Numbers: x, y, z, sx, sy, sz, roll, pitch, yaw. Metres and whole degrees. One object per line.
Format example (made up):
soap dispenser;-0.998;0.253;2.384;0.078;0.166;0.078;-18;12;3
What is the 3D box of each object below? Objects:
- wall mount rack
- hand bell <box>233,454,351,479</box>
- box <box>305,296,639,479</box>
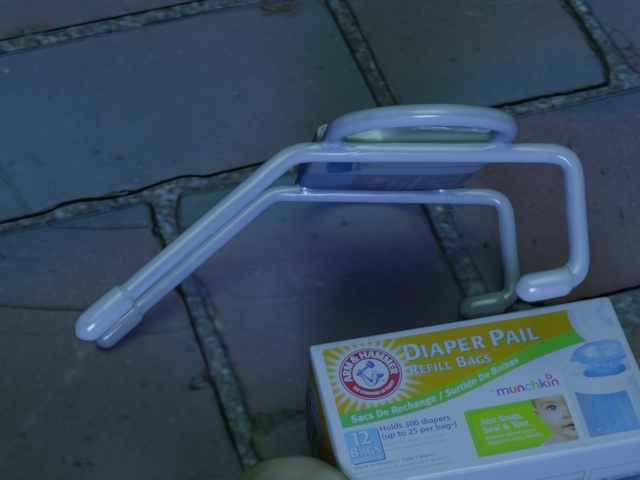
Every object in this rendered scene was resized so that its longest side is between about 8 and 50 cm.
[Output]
wall mount rack;0.000;0.000;1.011;0.304;0.350;0.130;-1;84;-5
hand bell;-0.082;0.165;0.819;0.126;0.242;0.126;-8;74;31
box;0.099;0.123;0.994;0.203;0.103;0.114;-9;51;-9
